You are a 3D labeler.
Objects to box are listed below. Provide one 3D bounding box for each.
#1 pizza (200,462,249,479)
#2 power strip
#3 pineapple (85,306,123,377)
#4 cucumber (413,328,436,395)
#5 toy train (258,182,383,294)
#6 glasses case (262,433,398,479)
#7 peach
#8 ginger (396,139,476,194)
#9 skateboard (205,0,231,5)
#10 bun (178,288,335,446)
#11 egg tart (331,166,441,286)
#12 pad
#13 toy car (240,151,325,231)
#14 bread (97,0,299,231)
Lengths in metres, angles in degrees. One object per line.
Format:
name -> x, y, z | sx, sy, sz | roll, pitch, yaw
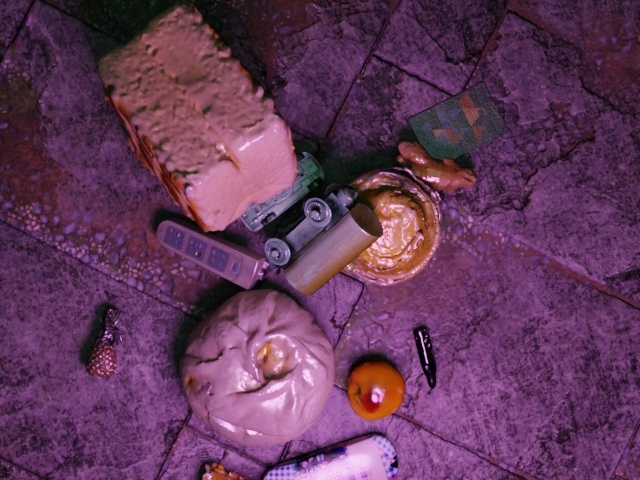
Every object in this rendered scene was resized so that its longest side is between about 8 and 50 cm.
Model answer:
pizza -> -0.199, 0.610, 1.888 | 0.289, 0.081, 0.229 | -36, 85, 23
power strip -> -0.257, 0.022, 1.882 | 0.286, 0.048, 0.080 | 26, 107, 12
pineapple -> -0.496, 0.234, 1.890 | 0.074, 0.074, 0.159 | 13, 87, -4
cucumber -> 0.256, 0.291, 1.960 | 0.043, 0.039, 0.163 | -15, 90, 17
toy train -> -0.003, 0.004, 1.839 | 0.307, 0.126, 0.189 | -42, 80, 35
glasses case -> 0.023, 0.555, 1.925 | 0.327, 0.076, 0.125 | -18, 90, -3
peach -> 0.133, 0.350, 1.909 | 0.138, 0.138, 0.138 | 0, 90, -4
ginger -> 0.264, -0.154, 1.938 | 0.205, 0.081, 0.115 | 22, 79, -5
skateboard -> -0.236, -0.600, 1.924 | 0.064, 0.032, 0.083 | 9, 92, -14
bun -> -0.139, 0.297, 1.842 | 0.365, 0.219, 0.365 | 0, 90, -1
egg tart -> 0.156, -0.030, 1.891 | 0.290, 0.107, 0.291 | 1, 103, 5
pad -> 0.334, -0.279, 1.978 | 0.211, 0.003, 0.143 | -28, 93, -4
toy car -> -0.094, -0.114, 1.911 | 0.224, 0.076, 0.090 | -37, 89, -5
bread -> -0.254, -0.243, 1.717 | 0.279, 0.390, 0.371 | -38, 78, -10
